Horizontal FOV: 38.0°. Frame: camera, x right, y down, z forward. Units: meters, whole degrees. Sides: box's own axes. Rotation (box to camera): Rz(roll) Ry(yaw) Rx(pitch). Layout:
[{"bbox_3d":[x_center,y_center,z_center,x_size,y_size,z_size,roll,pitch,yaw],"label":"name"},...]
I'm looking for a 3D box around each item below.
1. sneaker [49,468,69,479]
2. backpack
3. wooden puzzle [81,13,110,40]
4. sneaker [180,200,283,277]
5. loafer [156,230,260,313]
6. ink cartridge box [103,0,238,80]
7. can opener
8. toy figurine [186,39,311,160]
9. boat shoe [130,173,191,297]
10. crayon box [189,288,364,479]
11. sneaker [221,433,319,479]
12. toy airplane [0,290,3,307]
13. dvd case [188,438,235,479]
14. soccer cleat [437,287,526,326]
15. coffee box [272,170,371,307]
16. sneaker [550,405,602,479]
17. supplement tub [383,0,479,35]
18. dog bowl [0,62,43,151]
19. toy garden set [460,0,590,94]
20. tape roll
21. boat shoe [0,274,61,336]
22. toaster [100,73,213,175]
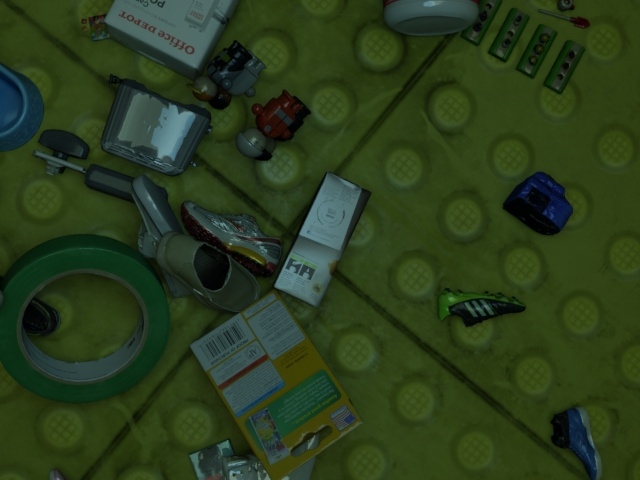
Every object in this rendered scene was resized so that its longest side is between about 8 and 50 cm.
[{"bbox_3d":[-0.472,0.495,1.811,0.070,0.051,0.134,-26,93,-7],"label":"sneaker"},{"bbox_3d":[0.454,-0.074,1.892,0.120,0.098,0.101,39,81,-2],"label":"backpack"},{"bbox_3d":[-0.439,-0.429,1.871,0.083,0.006,0.049,-11,89,-5],"label":"wooden puzzle"},{"bbox_3d":[-0.177,-0.016,1.850,0.225,0.088,0.093,31,65,-3],"label":"sneaker"},{"bbox_3d":[-0.199,0.072,1.766,0.268,0.092,0.102,36,72,-46],"label":"loafer"},{"bbox_3d":[-0.269,-0.490,1.832,0.207,0.117,0.283,26,85,-6],"label":"ink cartridge box"},{"bbox_3d":[-0.430,-0.137,1.826,0.280,0.074,0.093,23,85,-4],"label":"can opener"},{"bbox_3d":[-0.139,-0.262,1.792,0.209,0.213,0.148,45,98,0],"label":"toy figurine"},{"bbox_3d":[-0.309,-0.001,1.793,0.088,0.096,0.268,-23,123,4],"label":"boat shoe"},{"bbox_3d":[-0.081,0.281,1.774,0.203,0.083,0.323,-33,64,-5],"label":"crayon box"},{"bbox_3d":[-0.104,0.417,1.809,0.169,0.108,0.293,14,86,-14],"label":"sneaker"},{"bbox_3d":[-0.783,0.014,1.687,0.386,0.272,0.385,-23,78,13],"label":"toy airplane"},{"bbox_3d":[-0.201,0.466,1.854,0.087,0.013,0.120,-20,91,-6],"label":"dvd case"},{"bbox_3d":[0.327,0.141,1.896,0.178,0.060,0.072,5,97,1],"label":"soccer cleat"},{"bbox_3d":[0.000,0.000,1.827,0.098,0.141,0.247,25,86,-3],"label":"coffee box"},{"bbox_3d":[0.515,0.421,1.895,0.084,0.058,0.152,-12,85,-11],"label":"sneaker"},{"bbox_3d":[0.217,-0.559,1.842,0.191,0.191,0.272,0,88,-5],"label":"supplement tub"},{"bbox_3d":[-0.684,-0.301,1.811,0.297,0.074,0.166,38,85,-3],"label":"dog bowl"},{"bbox_3d":[0.447,-0.454,1.930,0.244,0.049,0.204,29,86,-3],"label":"toy garden set"},{"bbox_3d":[-0.446,0.148,1.747,0.321,0.077,0.321,-6,113,-15],"label":"tape roll"},{"bbox_3d":[-0.614,0.117,1.802,0.227,0.068,0.081,25,86,-4],"label":"boat shoe"},{"bbox_3d":[-0.332,-0.218,1.809,0.227,0.129,0.147,21,88,-11],"label":"toaster"}]
